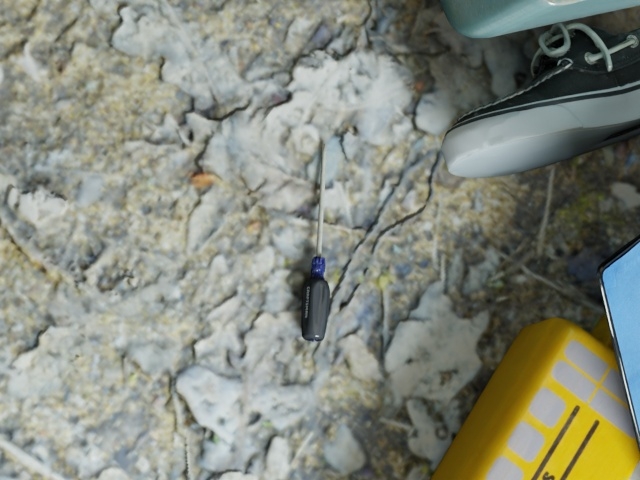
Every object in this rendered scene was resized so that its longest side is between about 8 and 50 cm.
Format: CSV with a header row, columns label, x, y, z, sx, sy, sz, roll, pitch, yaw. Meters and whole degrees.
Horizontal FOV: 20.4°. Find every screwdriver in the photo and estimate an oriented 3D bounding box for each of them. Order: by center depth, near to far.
label,x,y,z,sx,sy,sz,roll,pitch,yaw
screwdriver,0.000,0.000,1.466,0.024,0.025,0.170,8,79,-16

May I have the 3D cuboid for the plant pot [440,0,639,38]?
label,x,y,z,sx,sy,sz,roll,pitch,yaw
plant pot,0.194,-0.291,1.454,0.247,0.252,0.248,-14,85,-23

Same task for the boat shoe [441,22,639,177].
label,x,y,z,sx,sy,sz,roll,pitch,yaw
boat shoe,0.225,-0.136,1.516,0.306,0.113,0.105,-18,80,-22

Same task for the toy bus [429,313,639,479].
label,x,y,z,sx,sy,sz,roll,pitch,yaw
toy bus,0.180,0.181,1.447,0.130,0.108,0.333,35,73,-7

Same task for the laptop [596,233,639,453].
label,x,y,z,sx,sy,sz,roll,pitch,yaw
laptop,0.461,0.132,1.424,0.382,0.236,0.408,-33,62,-32

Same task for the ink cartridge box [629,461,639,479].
label,x,y,z,sx,sy,sz,roll,pitch,yaw
ink cartridge box,0.281,0.240,1.491,0.109,0.062,0.209,36,72,-8
